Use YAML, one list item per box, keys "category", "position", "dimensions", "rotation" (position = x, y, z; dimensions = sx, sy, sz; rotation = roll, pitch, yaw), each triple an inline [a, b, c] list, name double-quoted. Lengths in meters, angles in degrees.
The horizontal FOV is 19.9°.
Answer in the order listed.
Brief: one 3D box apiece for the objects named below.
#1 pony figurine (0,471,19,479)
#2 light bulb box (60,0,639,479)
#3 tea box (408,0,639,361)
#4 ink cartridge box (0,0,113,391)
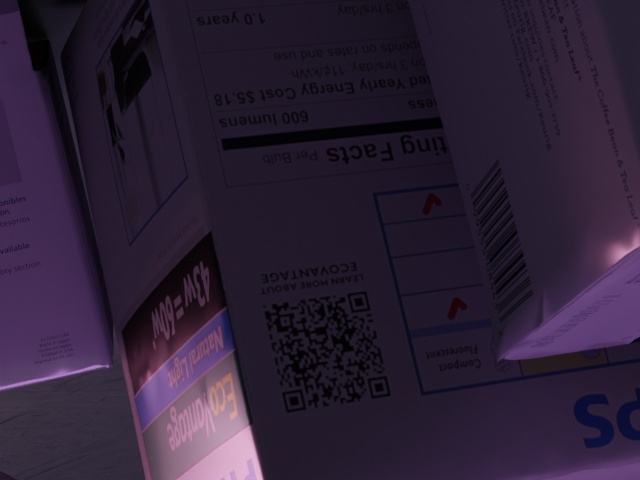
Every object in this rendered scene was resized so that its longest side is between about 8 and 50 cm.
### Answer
- category: "pony figurine"
  position: [-0.425, 0.137, 1.492]
  dimensions: [0.351, 0.303, 0.363]
  rotation: [-4, 137, 6]
- category: "light bulb box"
  position: [0.063, -0.007, 1.101]
  dimensions: [0.358, 0.361, 0.225]
  rotation: [-6, 164, -22]
- category: "tea box"
  position: [0.227, -0.141, 0.917]
  dimensions: [0.324, 0.329, 0.220]
  rotation: [-8, 164, -16]
- category: "ink cartridge box"
  position: [-0.312, -0.027, 1.182]
  dimensions: [0.309, 0.272, 0.130]
  rotation: [-12, -164, -3]
